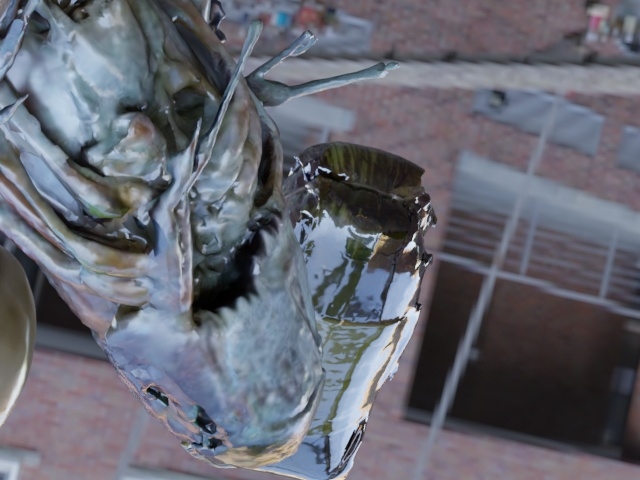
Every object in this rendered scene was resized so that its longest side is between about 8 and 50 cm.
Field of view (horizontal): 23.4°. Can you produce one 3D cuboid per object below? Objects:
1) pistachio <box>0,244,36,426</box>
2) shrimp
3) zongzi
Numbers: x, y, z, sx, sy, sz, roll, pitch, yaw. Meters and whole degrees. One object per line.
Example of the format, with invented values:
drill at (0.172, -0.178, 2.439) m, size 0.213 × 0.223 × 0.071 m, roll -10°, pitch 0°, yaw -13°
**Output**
pistachio at (-0.278, 0.082, 0.916) m, size 0.153 × 0.238 × 0.138 m, roll 54°, pitch 164°, yaw 22°
shrimp at (-0.070, -0.062, 0.657) m, size 0.172 × 0.372 × 0.137 m, roll -34°, pitch -142°, yaw -26°
zongzi at (0.000, 0.000, 1.256) m, size 0.154 × 0.289 × 0.317 m, roll 17°, pitch -146°, yaw -11°
